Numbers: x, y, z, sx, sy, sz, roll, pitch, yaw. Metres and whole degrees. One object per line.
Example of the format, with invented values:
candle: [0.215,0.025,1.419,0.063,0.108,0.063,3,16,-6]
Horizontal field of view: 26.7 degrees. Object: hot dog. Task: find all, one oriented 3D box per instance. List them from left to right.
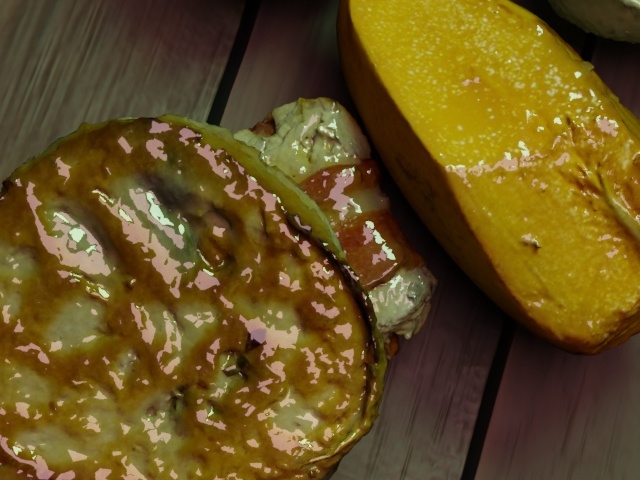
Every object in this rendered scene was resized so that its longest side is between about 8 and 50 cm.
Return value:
hot dog: [0.000,0.000,1.021,0.146,0.103,0.213,-20,80,7]

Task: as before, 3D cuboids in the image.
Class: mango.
mango: [0.135,-0.067,1.006,0.350,0.199,0.201,46,48,11]

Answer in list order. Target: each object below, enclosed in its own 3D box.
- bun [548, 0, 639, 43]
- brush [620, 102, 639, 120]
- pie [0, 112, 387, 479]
bun: [0.269,-0.276,1.115,0.259,0.152,0.259,1,83,-11]
brush: [0.341,0.001,1.119,0.321,0.060,0.050,40,61,-2]
pie: [-0.112,0.061,0.933,0.315,0.092,0.315,0,93,3]
